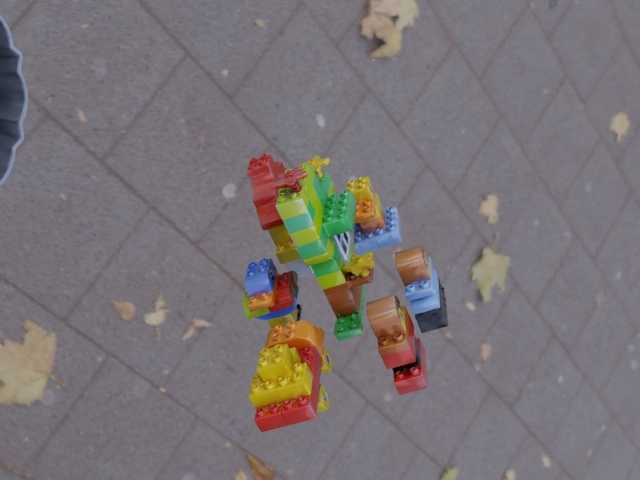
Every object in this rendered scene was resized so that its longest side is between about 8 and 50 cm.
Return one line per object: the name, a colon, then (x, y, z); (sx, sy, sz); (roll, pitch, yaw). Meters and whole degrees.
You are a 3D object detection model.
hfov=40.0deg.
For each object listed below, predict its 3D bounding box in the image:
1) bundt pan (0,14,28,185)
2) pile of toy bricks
bundt pan: (-0.559, -0.190, 1.208); (0.331, 0.124, 0.330); (12, 90, -70)
pile of toy bricks: (0.000, 0.000, 0.512); (0.118, 0.212, 0.105); (-18, 120, 14)
